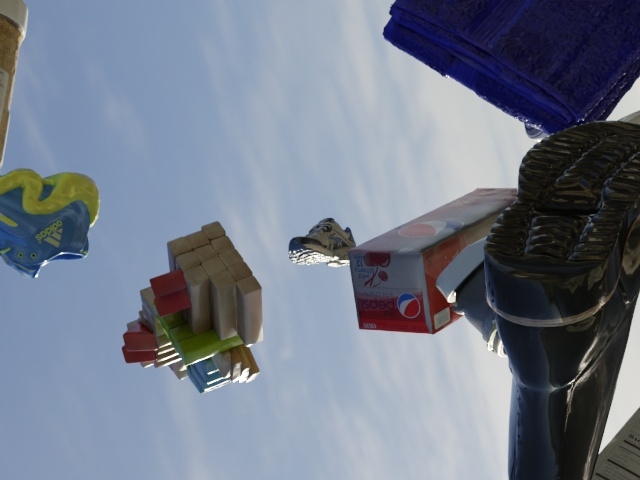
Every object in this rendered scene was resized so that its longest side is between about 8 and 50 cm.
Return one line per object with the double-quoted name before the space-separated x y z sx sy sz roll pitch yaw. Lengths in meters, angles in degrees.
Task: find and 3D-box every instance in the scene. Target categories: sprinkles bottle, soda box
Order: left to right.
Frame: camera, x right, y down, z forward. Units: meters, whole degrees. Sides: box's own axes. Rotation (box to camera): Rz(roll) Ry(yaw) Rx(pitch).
"sprinkles bottle" -0.508 -0.196 1.869 0.121 0.121 0.355 46 -137 -58
"soda box" 0.140 0.015 1.311 0.263 0.092 0.083 -24 -71 -50

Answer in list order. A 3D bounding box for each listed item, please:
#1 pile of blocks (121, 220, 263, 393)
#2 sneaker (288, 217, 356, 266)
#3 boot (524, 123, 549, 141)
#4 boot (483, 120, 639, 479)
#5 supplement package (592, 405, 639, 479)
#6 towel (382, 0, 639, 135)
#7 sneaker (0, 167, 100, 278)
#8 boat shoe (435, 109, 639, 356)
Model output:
"pile of blocks" -0.155 0.113 1.438 0.149 0.113 0.362 64 160 15
"sneaker" 0.000 0.000 1.648 0.135 0.052 0.058 9 -109 -58
"boot" 0.312 -0.231 1.783 0.086 0.190 0.069 14 -159 -30
"boot" 0.128 0.031 0.630 0.198 0.077 0.137 -39 -48 -48
"supplement package" 0.270 0.256 1.078 0.244 0.134 0.139 -32 -34 -48
"towel" 0.255 -0.273 1.597 0.308 0.227 0.076 35 173 22
"sneaker" -0.372 -0.022 1.496 0.091 0.240 0.126 145 123 -63
"boat shoe" 0.191 0.000 1.001 0.091 0.109 0.305 57 150 13
